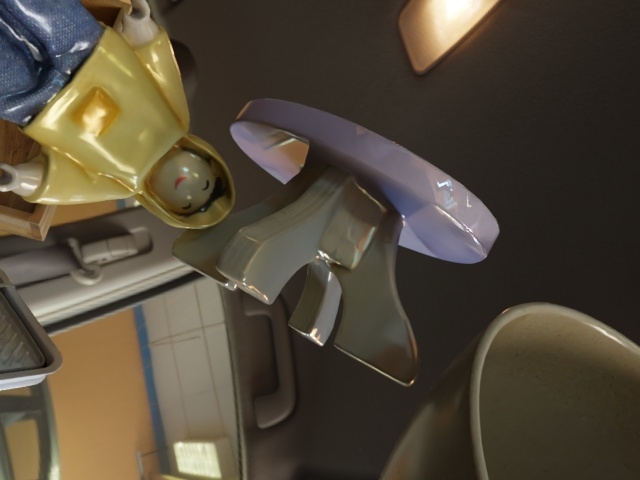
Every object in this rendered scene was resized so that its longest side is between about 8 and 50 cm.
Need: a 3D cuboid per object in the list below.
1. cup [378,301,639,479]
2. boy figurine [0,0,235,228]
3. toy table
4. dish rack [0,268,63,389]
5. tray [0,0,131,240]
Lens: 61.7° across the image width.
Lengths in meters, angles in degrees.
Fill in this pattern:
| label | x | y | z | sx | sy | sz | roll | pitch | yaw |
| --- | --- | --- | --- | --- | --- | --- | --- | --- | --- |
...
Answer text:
| label | x | y | z | sx | sy | sz | roll | pitch | yaw |
| --- | --- | --- | --- | --- | --- | --- | --- | --- | --- |
| cup | 0.160 | 0.246 | 0.390 | 0.237 | 0.331 | 0.331 | -50 | -125 | 38 |
| boy figurine | -0.172 | -0.093 | 0.414 | 0.092 | 0.177 | 0.285 | 28 | -16 | 39 |
| toy table | 0.000 | 0.000 | 0.494 | 0.274 | 0.252 | 0.161 | 23 | -105 | 32 |
| dish rack | -0.640 | 0.147 | 0.916 | 0.333 | 0.285 | 0.072 | 40 | -77 | 26 |
| tray | -0.444 | -0.219 | 0.794 | 0.076 | 0.203 | 0.411 | 136 | -33 | -60 |
